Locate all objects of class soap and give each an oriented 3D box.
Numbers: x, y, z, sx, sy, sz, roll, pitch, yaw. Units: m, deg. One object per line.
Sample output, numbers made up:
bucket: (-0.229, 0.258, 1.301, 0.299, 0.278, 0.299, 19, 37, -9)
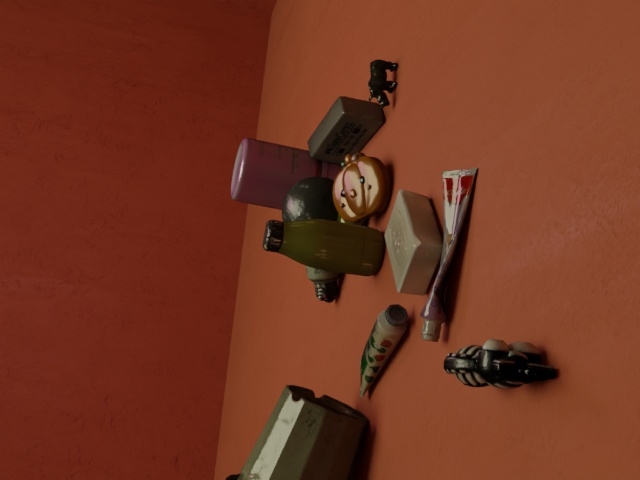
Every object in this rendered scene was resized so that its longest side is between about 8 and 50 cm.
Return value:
soap: (0.174, 0.001, 1.558, 0.183, 0.064, 0.121, -97, 19, -53)

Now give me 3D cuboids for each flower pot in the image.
flower pot: (-0.028, 0.455, 1.730, 0.259, 0.290, 0.290, -67, 13, -3)

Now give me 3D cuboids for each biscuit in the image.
biscuit: (0.084, -0.126, 1.894, 0.170, 0.050, 0.170, -2, 87, 49)

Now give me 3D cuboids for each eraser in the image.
eraser: (0.060, -0.278, 2.136, 0.352, 0.111, 0.077, 136, 140, -68)

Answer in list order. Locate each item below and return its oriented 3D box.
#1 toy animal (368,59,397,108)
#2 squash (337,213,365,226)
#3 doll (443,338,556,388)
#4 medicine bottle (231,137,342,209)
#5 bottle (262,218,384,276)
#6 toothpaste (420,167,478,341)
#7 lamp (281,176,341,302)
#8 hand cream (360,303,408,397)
toy animal: (0.144, -0.367, 1.953, 0.047, 0.065, 0.135, 129, 148, -65)
squash: (0.078, -0.077, 1.999, 0.083, 0.083, 0.250, -143, 61, -75)
doll: (0.234, 0.168, 1.125, 0.219, 0.091, 0.067, 157, 122, -73)
medicine bottle: (-0.090, -0.171, 2.291, 0.178, 0.291, 0.178, -170, 90, -76)
bottle: (0.004, 0.008, 1.832, 0.112, 0.260, 0.112, -170, 90, -77)
toothpaste: (0.214, 0.024, 1.419, 0.075, 0.048, 0.301, 161, 120, -80)
lamp: (-0.011, -0.007, 2.105, 0.182, 0.182, 0.314, 144, 129, -71)
hand cream: (0.115, 0.218, 1.671, 0.276, 0.059, 0.095, 109, 166, -51)
